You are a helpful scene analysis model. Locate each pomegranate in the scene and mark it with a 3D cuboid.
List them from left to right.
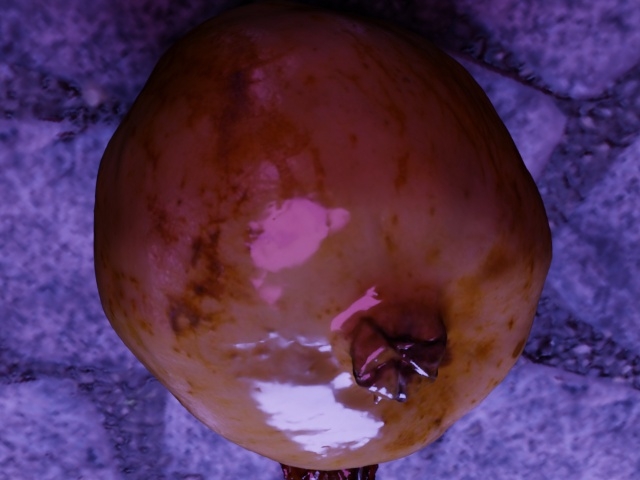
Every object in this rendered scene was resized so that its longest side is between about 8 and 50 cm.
[{"bbox_3d":[0.000,0.000,0.735,0.248,0.248,0.248,-2,119,-3],"label":"pomegranate"}]

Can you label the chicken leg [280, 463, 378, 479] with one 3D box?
[{"bbox_3d":[-0.006,0.146,0.921,0.093,0.053,0.205,14,113,15],"label":"chicken leg"}]
